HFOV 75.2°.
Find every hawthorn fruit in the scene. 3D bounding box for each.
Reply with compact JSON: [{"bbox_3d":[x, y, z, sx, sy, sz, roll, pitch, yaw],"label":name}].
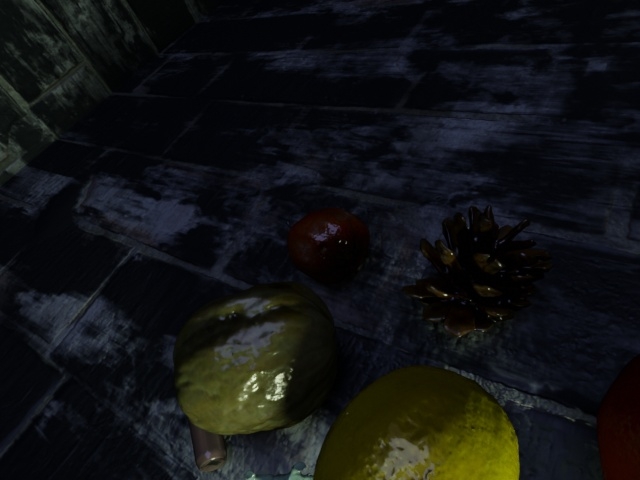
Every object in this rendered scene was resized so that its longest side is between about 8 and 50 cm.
[{"bbox_3d":[0.000,0.000,0.867,0.194,0.157,0.157,25,64,33],"label":"hawthorn fruit"}]

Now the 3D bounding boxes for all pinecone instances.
[{"bbox_3d":[0.262,0.043,0.699,0.229,0.201,0.203,-29,56,-37],"label":"pinecone"}]

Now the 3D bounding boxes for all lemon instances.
[{"bbox_3d":[0.117,0.288,0.524,0.236,0.236,0.263,19,80,34],"label":"lemon"}]

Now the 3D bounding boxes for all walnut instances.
[{"bbox_3d":[-0.101,0.198,0.692,0.283,0.282,0.227,-21,16,5],"label":"walnut"}]

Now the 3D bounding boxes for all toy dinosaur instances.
[{"bbox_3d":[-0.081,0.377,0.628,0.209,0.082,0.039,-15,44,12],"label":"toy dinosaur"}]

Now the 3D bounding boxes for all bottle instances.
[{"bbox_3d":[-0.205,0.330,0.738,0.053,0.053,0.140,-29,47,-3],"label":"bottle"}]

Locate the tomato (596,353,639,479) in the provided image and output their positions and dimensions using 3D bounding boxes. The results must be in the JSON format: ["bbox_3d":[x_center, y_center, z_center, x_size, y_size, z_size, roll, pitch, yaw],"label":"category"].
[{"bbox_3d":[0.451,0.238,0.382,0.326,0.290,0.292,1,79,26],"label":"tomato"}]
